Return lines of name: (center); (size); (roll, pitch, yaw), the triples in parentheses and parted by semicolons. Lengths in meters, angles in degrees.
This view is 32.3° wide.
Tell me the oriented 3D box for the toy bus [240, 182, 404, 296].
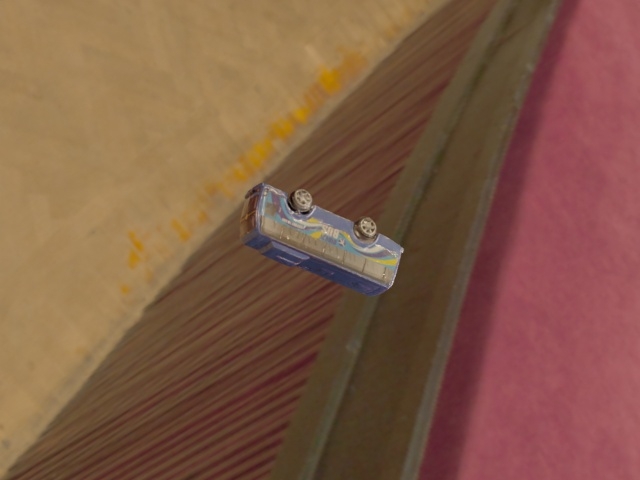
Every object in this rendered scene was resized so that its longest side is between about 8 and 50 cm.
toy bus: (0.000, 0.000, 1.006); (0.153, 0.051, 0.061); (22, 63, -21)
